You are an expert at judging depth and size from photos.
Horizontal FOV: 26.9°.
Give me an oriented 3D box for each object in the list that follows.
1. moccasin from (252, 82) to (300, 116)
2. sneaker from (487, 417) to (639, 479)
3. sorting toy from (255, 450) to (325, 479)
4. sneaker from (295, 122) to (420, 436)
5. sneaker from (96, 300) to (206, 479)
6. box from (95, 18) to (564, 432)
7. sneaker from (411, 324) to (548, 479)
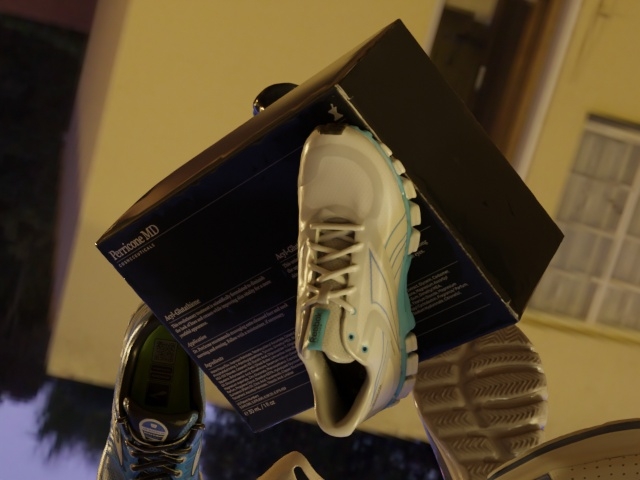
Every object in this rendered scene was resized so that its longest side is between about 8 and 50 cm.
[{"bbox_3d":[0.027,-0.109,1.265,0.117,0.137,0.342,62,-170,2],"label":"moccasin"},{"bbox_3d":[0.235,0.193,0.695,0.315,0.127,0.182,-4,-152,11],"label":"sneaker"},{"bbox_3d":[-0.017,0.171,0.816,0.083,0.075,0.045,35,-177,2],"label":"sorting toy"},{"bbox_3d":[0.015,0.028,0.777,0.071,0.191,0.083,1,-158,26],"label":"sneaker"},{"bbox_3d":[-0.191,0.224,1.497,0.129,0.330,0.147,3,178,-1],"label":"sneaker"},{"bbox_3d":[0.000,0.000,0.902,0.184,0.261,0.103,50,-137,-13],"label":"box"},{"bbox_3d":[0.144,0.222,1.189,0.124,0.180,0.321,-3,-131,-5],"label":"sneaker"}]
